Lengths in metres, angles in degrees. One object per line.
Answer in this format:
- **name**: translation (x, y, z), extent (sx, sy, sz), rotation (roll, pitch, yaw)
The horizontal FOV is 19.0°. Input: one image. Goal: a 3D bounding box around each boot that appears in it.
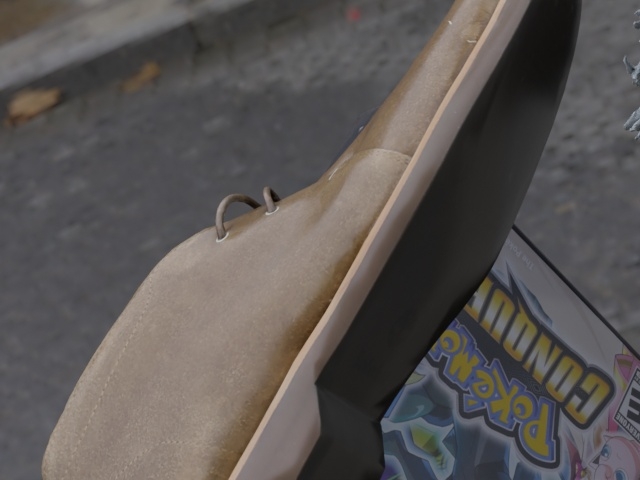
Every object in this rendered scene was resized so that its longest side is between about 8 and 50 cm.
- **boot**: translation (0.000, 0.000, 0.738), extent (0.115, 0.112, 0.305), rotation (25, 77, 26)

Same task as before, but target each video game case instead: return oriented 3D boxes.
- **video game case**: translation (0.064, 0.114, 0.925), extent (0.035, 0.275, 0.248), rotation (-15, 38, 51)

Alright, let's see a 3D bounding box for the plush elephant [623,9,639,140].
- **plush elephant**: translation (0.326, -0.120, 0.892), extent (0.255, 0.272, 0.330), rotation (4, 24, 38)
